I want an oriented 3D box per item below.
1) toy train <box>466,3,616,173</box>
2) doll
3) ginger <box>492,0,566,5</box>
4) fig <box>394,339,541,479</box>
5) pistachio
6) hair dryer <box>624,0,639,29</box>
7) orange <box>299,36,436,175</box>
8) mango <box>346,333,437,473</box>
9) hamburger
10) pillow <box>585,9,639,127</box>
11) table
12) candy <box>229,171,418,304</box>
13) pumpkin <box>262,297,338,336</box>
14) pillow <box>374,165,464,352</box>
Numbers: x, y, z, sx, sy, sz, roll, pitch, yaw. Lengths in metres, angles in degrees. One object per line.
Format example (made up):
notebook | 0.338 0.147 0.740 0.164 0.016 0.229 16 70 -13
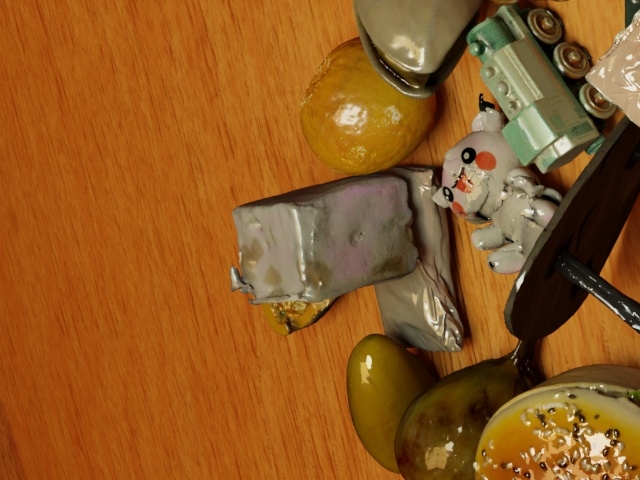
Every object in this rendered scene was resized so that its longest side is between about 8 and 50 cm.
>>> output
toy train | 0.231 -0.169 1.518 0.194 0.125 0.081 57 140 12
doll | 0.212 -0.056 1.632 0.192 0.095 0.149 50 135 26
ginger | 0.236 -0.284 1.469 0.162 0.103 0.073 8 107 47
fig | 0.220 0.207 1.714 0.290 0.191 0.190 -47 70 35
pistachio | 0.112 -0.264 1.564 0.137 0.153 0.237 90 178 -55
hair dryer | 0.416 -0.261 1.265 0.303 0.116 0.244 14 120 36
orange | 0.057 -0.162 1.710 0.155 0.177 0.177 41 143 -4
mango | 0.095 0.206 1.867 0.113 0.138 0.253 10 143 29
hamburger | 0.313 0.277 1.551 0.300 0.176 0.300 12 117 24
pillow | 0.349 -0.185 1.253 0.126 0.043 0.232 48 123 11
table | 0.357 0.049 1.369 0.249 0.317 0.317 30 132 21
candy | 0.000 0.000 1.751 0.185 0.195 0.137 -6 98 59
pumpkin | -0.022 0.045 1.982 0.119 0.108 0.183 56 151 28
pillow | 0.119 0.030 1.824 0.173 0.067 0.270 12 117 56
